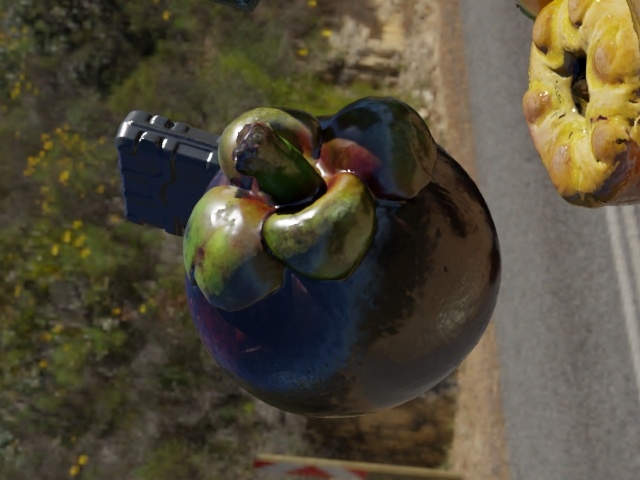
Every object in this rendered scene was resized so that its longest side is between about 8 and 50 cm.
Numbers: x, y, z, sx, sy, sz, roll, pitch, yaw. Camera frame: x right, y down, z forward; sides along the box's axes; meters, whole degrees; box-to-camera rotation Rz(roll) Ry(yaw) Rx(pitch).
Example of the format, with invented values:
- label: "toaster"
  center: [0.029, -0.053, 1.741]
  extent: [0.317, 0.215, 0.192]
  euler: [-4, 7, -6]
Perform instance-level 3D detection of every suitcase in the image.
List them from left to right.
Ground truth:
- label: "suitcase"
  center: [-0.135, -0.064, 1.541]
  extent: [0.206, 0.286, 0.066]
  euler: [97, -168, -56]

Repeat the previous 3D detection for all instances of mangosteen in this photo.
- label: "mangosteen"
  center: [0.005, 0.007, 1.021]
  extent: [0.300, 0.300, 0.300]
  euler: [-174, 90, -88]

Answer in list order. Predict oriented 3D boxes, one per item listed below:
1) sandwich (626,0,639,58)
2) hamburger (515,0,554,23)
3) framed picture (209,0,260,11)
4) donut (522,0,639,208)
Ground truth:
- label: "sandwich"
  center: [0.372, -0.240, 0.910]
  extent: [0.099, 0.271, 0.301]
  euler: [29, -136, -72]
- label: "hamburger"
  center: [0.393, -0.453, 1.687]
  extent: [0.294, 0.276, 0.179]
  euler: [-37, 15, 33]
- label: "framed picture"
  center: [-0.100, -0.274, 0.962]
  extent: [0.260, 0.189, 0.023]
  euler: [146, 131, -62]
- label: "donut"
  center: [0.393, -0.201, 1.540]
  extent: [0.299, 0.150, 0.317]
  euler: [-174, 85, -69]
